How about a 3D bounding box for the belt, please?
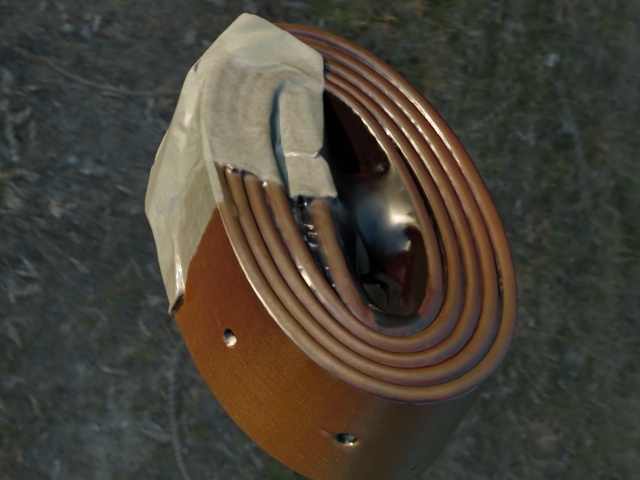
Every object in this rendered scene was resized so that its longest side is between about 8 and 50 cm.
[{"bbox_3d":[0.000,0.000,1.002,0.217,0.338,0.122,-3,142,-26],"label":"belt"}]
